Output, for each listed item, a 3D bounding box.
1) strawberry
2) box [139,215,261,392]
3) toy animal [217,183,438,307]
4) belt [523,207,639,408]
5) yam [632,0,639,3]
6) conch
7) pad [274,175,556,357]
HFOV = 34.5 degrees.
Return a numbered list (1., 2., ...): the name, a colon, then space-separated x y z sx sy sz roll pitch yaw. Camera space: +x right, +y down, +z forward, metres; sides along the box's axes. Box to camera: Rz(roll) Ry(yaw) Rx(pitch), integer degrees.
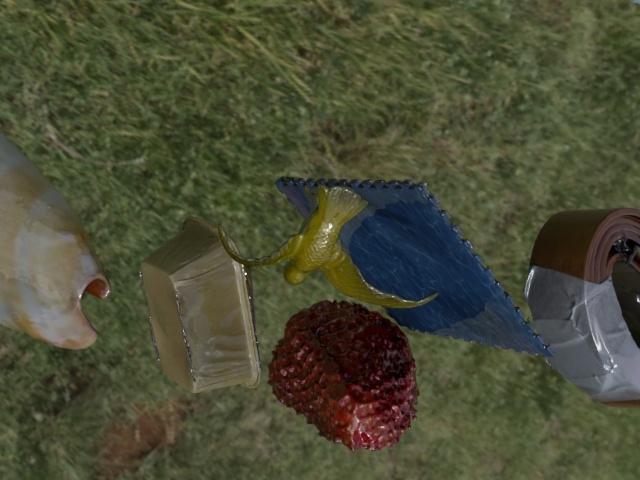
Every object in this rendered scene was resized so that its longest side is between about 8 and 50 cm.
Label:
1. strawberry: 0.034 0.141 1.227 0.188 0.286 0.106 -1 106 -12
2. box: -0.109 0.066 1.008 0.111 0.111 0.177 -22 118 -32
3. toy animal: 0.000 0.000 0.961 0.219 0.155 0.095 18 86 -16
4. belt: 0.348 0.084 1.196 0.184 0.105 0.261 -49 114 -26
5. yam: 0.386 -0.261 0.678 0.241 0.348 0.241 -9 104 -41
6. conch: -0.268 -0.015 0.757 0.127 0.255 0.158 -1 116 -53
7. pad: 0.097 0.027 1.117 0.269 0.269 0.012 49 67 -25
